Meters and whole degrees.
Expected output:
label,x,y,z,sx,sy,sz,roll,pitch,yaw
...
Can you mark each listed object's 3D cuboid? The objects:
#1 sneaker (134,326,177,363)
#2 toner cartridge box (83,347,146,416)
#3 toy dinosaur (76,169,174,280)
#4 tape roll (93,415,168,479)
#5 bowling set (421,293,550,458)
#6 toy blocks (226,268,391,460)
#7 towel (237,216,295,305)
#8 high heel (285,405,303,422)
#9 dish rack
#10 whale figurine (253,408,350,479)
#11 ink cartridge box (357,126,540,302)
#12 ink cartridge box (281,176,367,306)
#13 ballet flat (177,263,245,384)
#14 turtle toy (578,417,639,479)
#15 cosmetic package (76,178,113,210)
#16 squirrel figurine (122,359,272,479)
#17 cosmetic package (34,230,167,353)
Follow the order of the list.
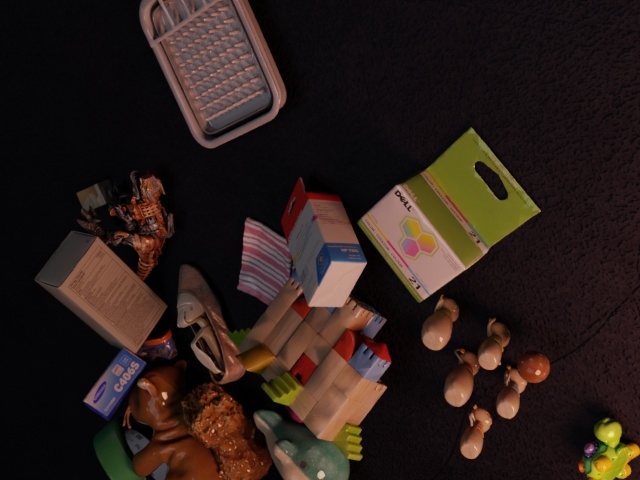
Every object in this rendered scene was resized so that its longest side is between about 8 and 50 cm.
label,x,y,z,sx,sy,sz,roll,pitch,yaw
sneaker,-0.472,0.302,2.110,0.221,0.083,0.087,-15,107,47
toner cartridge box,-0.551,0.394,2.067,0.075,0.165,0.348,35,159,-4
toy dinosaur,-0.456,-0.030,1.880,0.219,0.164,0.321,20,109,15
tape roll,-0.505,0.646,2.182,0.321,0.077,0.321,49,176,4
bowling set,0.314,0.231,1.357,0.200,0.154,0.286,-12,103,25
toy blocks,0.013,0.207,1.538,0.261,0.191,0.381,-53,50,5
towel,-0.121,0.059,1.706,0.144,0.029,0.197,28,128,27
high heel,-0.034,0.320,1.736,0.117,0.082,0.244,23,135,29
dish rack,-0.206,-0.371,1.525,0.286,0.072,0.332,-16,100,44
whale figurine,-0.039,0.480,1.785,0.272,0.141,0.216,44,179,35
ink cartridge box,0.211,-0.041,1.312,0.188,0.097,0.255,53,136,7
ink cartridge box,0.000,0.000,1.492,0.134,0.078,0.231,116,146,-41
ballet flat,-0.284,0.210,1.874,0.108,0.106,0.316,-27,93,46
turtle toy,0.482,0.358,1.296,0.066,0.095,0.130,44,137,46
cosmetic package,-0.587,-0.117,2.016,0.115,0.041,0.060,-16,101,45
squirrel figurine,-0.322,0.482,1.987,0.397,0.281,0.370,-28,82,32
cosmetic package,-0.543,0.134,1.933,0.113,0.160,0.309,11,148,38
